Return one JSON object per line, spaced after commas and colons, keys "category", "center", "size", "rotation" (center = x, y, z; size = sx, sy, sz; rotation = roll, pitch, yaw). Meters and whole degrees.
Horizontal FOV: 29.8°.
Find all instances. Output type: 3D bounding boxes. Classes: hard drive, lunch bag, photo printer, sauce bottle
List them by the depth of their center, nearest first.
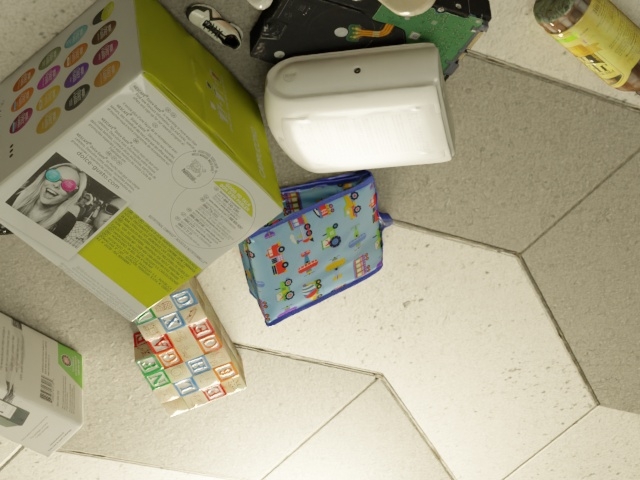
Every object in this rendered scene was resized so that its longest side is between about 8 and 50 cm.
{"category": "hard drive", "center": [0.080, -0.352, 1.985], "size": [0.339, 0.064, 0.237], "rotation": [13, 146, -20]}
{"category": "photo printer", "center": [0.063, -0.218, 2.039], "size": [0.307, 0.107, 0.256], "rotation": [-5, 151, 12]}
{"category": "sauce bottle", "center": [0.520, -0.334, 2.112], "size": [0.344, 0.111, 0.111], "rotation": [32, 115, -29]}
{"category": "lunch bag", "center": [0.000, 0.000, 2.259], "size": [0.293, 0.138, 0.221], "rotation": [-18, 127, -11]}

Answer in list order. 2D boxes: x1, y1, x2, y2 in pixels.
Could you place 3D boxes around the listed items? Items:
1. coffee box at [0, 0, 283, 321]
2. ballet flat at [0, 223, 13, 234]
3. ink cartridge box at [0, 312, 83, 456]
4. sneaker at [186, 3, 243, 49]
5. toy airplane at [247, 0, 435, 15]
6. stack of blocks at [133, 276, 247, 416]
{"category": "coffee box", "center": [-0.303, -0.148, 1.930], "size": [0.334, 0.338, 0.338], "rotation": [-36, 126, 15]}
{"category": "ballet flat", "center": [-0.565, -0.035, 2.155], "size": [0.173, 0.057, 0.049], "rotation": [-3, 87, -12]}
{"category": "ink cartridge box", "center": [-0.590, 0.256, 2.267], "size": [0.273, 0.198, 0.115], "rotation": [33, 115, -31]}
{"category": "sneaker", "center": [-0.173, -0.353, 1.989], "size": [0.109, 0.044, 0.040], "rotation": [25, 120, -26]}
{"category": "toy airplane", "center": [-0.009, -0.501, 1.696], "size": [0.384, 0.272, 0.386], "rotation": [1, 98, 28]}
{"category": "stack of blocks", "center": [-0.280, 0.196, 2.360], "size": [0.171, 0.087, 0.297], "rotation": [-21, 129, 4]}
